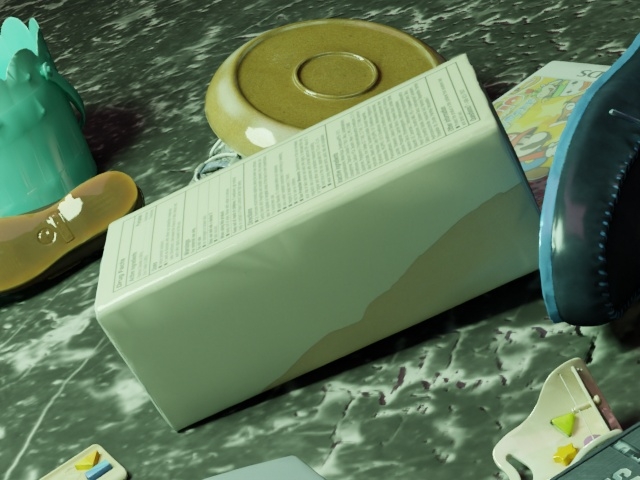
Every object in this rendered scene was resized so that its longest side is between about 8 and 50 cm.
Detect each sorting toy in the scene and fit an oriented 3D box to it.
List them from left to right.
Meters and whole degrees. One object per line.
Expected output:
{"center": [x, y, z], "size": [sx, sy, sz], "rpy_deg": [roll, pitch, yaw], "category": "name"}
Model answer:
{"center": [-0.184, 0.177, 1.014], "size": [0.083, 0.012, 0.062], "rpy_deg": [-32, 26, -18], "category": "sorting toy"}
{"center": [0.136, 0.119, 0.816], "size": [0.075, 0.045, 0.083], "rpy_deg": [-29, 24, 7], "category": "sorting toy"}

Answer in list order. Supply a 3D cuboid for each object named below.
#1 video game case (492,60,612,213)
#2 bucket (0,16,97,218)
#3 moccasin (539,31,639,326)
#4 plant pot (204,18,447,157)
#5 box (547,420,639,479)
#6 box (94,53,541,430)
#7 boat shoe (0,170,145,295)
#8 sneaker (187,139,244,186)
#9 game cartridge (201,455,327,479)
{"center": [0.189, -0.083, 1.186], "size": [0.227, 0.026, 0.206], "rpy_deg": [-35, 27, -23], "category": "video game case"}
{"center": [-0.392, -0.107, 1.567], "size": [0.281, 0.183, 0.281], "rpy_deg": [-19, 25, 9], "category": "bucket"}
{"center": [0.245, -0.067, 0.973], "size": [0.116, 0.138, 0.342], "rpy_deg": [8, 42, 27], "category": "moccasin"}
{"center": [0.014, -0.138, 1.268], "size": [0.236, 0.032, 0.236], "rpy_deg": [-1, 39, 1], "category": "plant pot"}
{"center": [0.193, 0.163, 0.648], "size": [0.183, 0.059, 0.232], "rpy_deg": [-28, 26, -13], "category": "box"}
{"center": [0.000, 0.000, 1.042], "size": [0.311, 0.121, 0.148], "rpy_deg": [-24, 27, 10], "category": "box"}
{"center": [-0.265, 0.003, 1.382], "size": [0.207, 0.073, 0.073], "rpy_deg": [-23, -13, -6], "category": "boat shoe"}
{"center": [-0.070, -0.096, 1.335], "size": [0.105, 0.115, 0.281], "rpy_deg": [-7, 30, 33], "category": "sneaker"}
{"center": [-0.090, 0.215, 0.710], "size": [0.294, 0.060, 0.196], "rpy_deg": [-23, 36, -28], "category": "game cartridge"}
